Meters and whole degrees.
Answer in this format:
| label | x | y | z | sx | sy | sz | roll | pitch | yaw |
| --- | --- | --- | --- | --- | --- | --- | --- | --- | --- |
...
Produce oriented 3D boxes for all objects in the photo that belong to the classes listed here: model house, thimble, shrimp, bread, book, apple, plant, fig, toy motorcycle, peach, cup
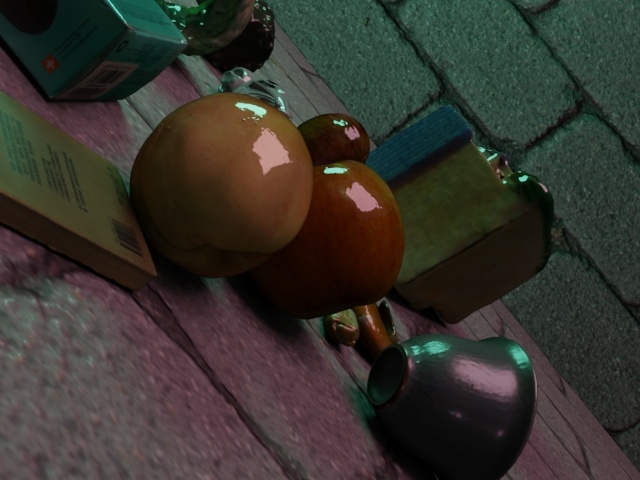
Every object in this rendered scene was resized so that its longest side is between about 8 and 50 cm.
| label | x | y | z | sx | sy | sz | roll | pitch | yaw |
| --- | --- | --- | --- | --- | --- | --- | --- | --- | --- |
| model house | 0.246 | -0.062 | 1.717 | 0.343 | 0.334 | 0.382 | 60 | 5 | 27 |
| thimble | -0.204 | -0.405 | 1.329 | 0.219 | 0.219 | 0.150 | 42 | 16 | -36 |
| shrimp | 0.067 | 0.091 | 1.254 | 0.150 | 0.068 | 0.249 | 57 | 11 | -40 |
| bread | 0.025 | 0.107 | 1.114 | 0.049 | 0.034 | 0.088 | 32 | 14 | -16 |
| book | -0.236 | -0.059 | 0.689 | 0.231 | 0.026 | 0.161 | 38 | 18 | -47 |
| apple | 0.000 | 0.000 | 0.980 | 0.196 | 0.196 | 0.196 | 48 | 13 | -15 |
| plant | -0.177 | -0.446 | 1.696 | 0.149 | 0.146 | 0.275 | 37 | 18 | -38 |
| fig | 0.000 | -0.150 | 1.523 | 0.202 | 0.148 | 0.149 | 10 | -70 | 60 |
| toy motorcycle | -0.102 | -0.217 | 1.407 | 0.112 | 0.112 | 0.254 | 40 | 15 | -40 |
| peach | -0.092 | -0.057 | 0.828 | 0.184 | 0.184 | 0.184 | 48 | 13 | -15 |
| cup | 0.137 | 0.186 | 1.024 | 0.150 | 0.199 | 0.199 | 24 | 23 | -24 |

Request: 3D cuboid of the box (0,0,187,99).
| label | x | y | z | sx | sy | sz | roll | pitch | yaw |
| --- | --- | --- | --- | --- | --- | --- | --- | --- | --- |
| box | -0.305 | -0.301 | 0.919 | 0.311 | 0.118 | 0.205 | 51 | 10 | -2 |
